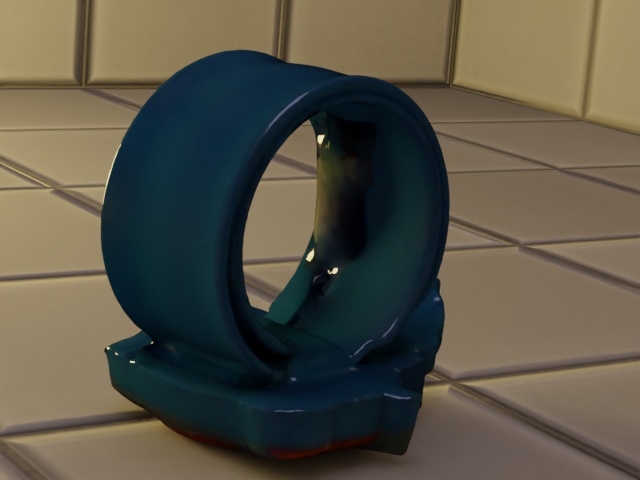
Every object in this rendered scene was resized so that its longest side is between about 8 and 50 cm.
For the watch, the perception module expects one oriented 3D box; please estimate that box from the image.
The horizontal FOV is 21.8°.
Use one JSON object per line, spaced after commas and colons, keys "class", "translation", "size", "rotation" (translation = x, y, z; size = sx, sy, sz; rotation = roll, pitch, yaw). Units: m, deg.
{"class": "watch", "translation": [0.000, 0.000, 1.229], "size": [0.241, 0.275, 0.305], "rotation": [15, 21, 40]}
